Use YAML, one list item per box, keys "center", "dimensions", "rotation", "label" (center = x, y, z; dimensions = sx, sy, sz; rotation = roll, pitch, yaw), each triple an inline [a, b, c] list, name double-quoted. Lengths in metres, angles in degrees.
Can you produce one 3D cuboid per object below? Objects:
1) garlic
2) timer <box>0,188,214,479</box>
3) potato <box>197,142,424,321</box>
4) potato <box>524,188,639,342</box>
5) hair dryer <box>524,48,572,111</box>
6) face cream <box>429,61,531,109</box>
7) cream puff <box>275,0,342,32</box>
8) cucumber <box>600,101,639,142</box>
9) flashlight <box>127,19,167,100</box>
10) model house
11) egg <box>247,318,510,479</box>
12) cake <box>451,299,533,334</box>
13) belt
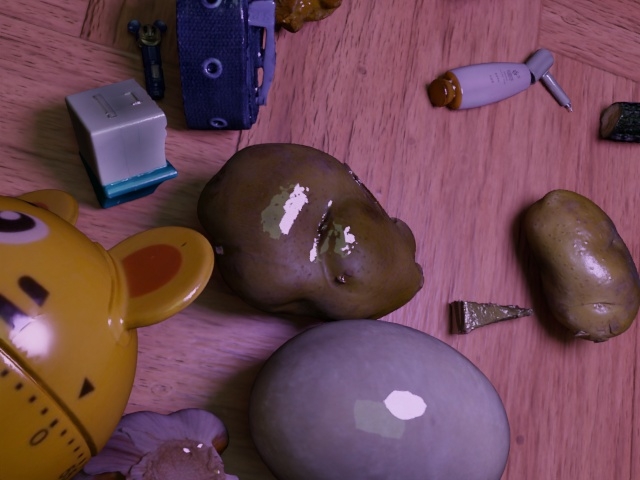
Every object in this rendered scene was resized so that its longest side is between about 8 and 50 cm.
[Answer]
- center: [-0.167, 0.321, 0.851]
  dimensions: [0.207, 0.207, 0.256]
  rotation: [-33, 98, -22]
  label: "garlic"
- center: [-0.343, 0.084, 0.761]
  dimensions: [0.376, 0.376, 0.387]
  rotation: [42, 61, -7]
  label: "timer"
- center: [-0.002, 0.003, 0.979]
  dimensions: [0.351, 0.202, 0.218]
  rotation: [19, 61, -29]
  label: "potato"
- center: [0.416, 0.037, 1.147]
  dimensions: [0.169, 0.143, 0.248]
  rotation: [-11, 75, -60]
  label: "potato"
- center: [0.406, -0.273, 1.267]
  dimensions: [0.063, 0.038, 0.124]
  rotation: [-46, 103, -20]
  label: "hair dryer"
- center: [0.270, -0.262, 1.202]
  dimensions: [0.182, 0.051, 0.072]
  rotation: [-16, 86, -23]
  label: "face cream"
- center: [-0.062, -0.435, 1.064]
  dimensions: [0.244, 0.196, 0.244]
  rotation: [26, 49, -34]
  label: "cream puff"
- center: [0.619, -0.211, 1.306]
  dimensions: [0.265, 0.077, 0.077]
  rotation: [0, 79, -21]
  label: "cucumber"
- center: [-0.242, -0.262, 1.028]
  dimensions: [0.057, 0.035, 0.121]
  rotation: [-6, 80, -21]
  label: "flashlight"
- center: [-0.260, -0.117, 0.946]
  dimensions: [0.100, 0.149, 0.127]
  rotation: [-20, 43, -24]
  label: "model house"
- center: [0.079, 0.234, 0.920]
  dimensions: [0.352, 0.258, 0.258]
  rotation: [25, 71, -18]
  label: "egg"
- center: [0.268, 0.109, 1.124]
  dimensions: [0.140, 0.051, 0.055]
  rotation: [-9, 80, -23]
  label: "cake"
- center: [-0.124, -0.252, 0.977]
  dimensions: [0.128, 0.122, 0.218]
  rotation: [3, 120, 0]
  label: "belt"
